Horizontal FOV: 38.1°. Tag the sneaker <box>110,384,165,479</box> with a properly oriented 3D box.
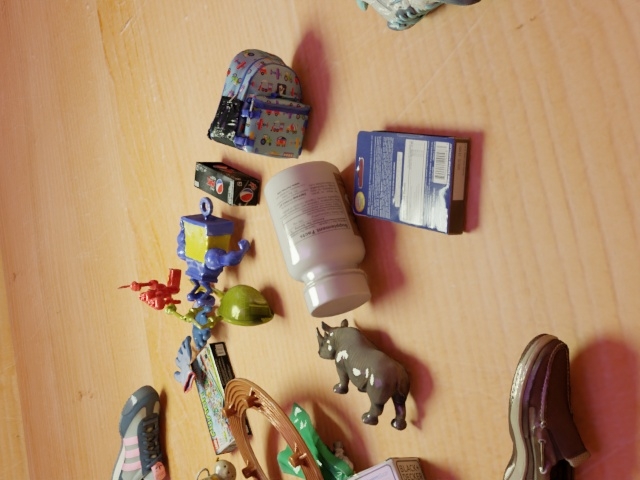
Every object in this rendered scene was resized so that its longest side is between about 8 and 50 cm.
[{"bbox_3d":[-0.407,0.494,2.189,0.131,0.112,0.318,30,121,32],"label":"sneaker"}]

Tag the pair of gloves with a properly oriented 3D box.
[{"bbox_3d":[-0.268,0.218,1.960,0.198,0.023,0.159,-68,23,14],"label":"pair of gloves"}]

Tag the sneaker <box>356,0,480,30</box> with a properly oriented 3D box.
[{"bbox_3d":[0.138,-0.353,1.297,0.283,0.110,0.122,38,142,51],"label":"sneaker"}]

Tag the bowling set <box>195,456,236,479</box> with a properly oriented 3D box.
[{"bbox_3d":[-0.117,0.539,1.662,0.200,0.154,0.287,-17,107,53],"label":"bowling set"}]

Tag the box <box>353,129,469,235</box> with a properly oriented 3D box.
[{"bbox_3d":[0.129,-0.091,1.369,0.225,0.037,0.136,15,105,53],"label":"box"}]

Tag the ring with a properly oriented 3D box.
[{"bbox_3d":[-0.085,0.398,1.642,0.336,0.032,0.336,42,147,36],"label":"ring"}]

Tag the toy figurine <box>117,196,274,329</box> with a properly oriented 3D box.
[{"bbox_3d":[-0.235,0.025,1.802,0.363,0.191,0.217,16,102,53],"label":"toy figurine"}]

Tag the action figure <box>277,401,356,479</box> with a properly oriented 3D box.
[{"bbox_3d":[0.009,0.381,1.570,0.232,0.064,0.137,27,115,57],"label":"action figure"}]

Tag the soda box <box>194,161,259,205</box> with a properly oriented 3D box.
[{"bbox_3d":[-0.185,-0.112,1.814,0.169,0.060,0.053,28,115,53],"label":"soda box"}]

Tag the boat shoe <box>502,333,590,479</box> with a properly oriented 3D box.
[{"bbox_3d":[0.288,0.242,1.132,0.095,0.095,0.257,17,114,40],"label":"boat shoe"}]

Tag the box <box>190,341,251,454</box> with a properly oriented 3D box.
[{"bbox_3d":[-0.208,0.326,1.914,0.114,0.036,0.207,-48,55,48],"label":"box"}]

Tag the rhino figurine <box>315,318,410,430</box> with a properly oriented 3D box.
[{"bbox_3d":[0.059,0.196,1.471,0.243,0.073,0.106,38,128,50],"label":"rhino figurine"}]

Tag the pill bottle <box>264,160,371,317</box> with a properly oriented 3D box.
[{"bbox_3d":[0.000,0.000,1.486,0.131,0.131,0.229,-43,58,49],"label":"pill bottle"}]

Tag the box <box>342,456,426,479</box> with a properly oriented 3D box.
[{"bbox_3d":[0.111,0.482,1.358,0.169,0.087,0.289,-34,64,25],"label":"box"}]

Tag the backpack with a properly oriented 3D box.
[{"bbox_3d":[-0.094,-0.236,1.593,0.117,0.158,0.173,21,99,45],"label":"backpack"}]
